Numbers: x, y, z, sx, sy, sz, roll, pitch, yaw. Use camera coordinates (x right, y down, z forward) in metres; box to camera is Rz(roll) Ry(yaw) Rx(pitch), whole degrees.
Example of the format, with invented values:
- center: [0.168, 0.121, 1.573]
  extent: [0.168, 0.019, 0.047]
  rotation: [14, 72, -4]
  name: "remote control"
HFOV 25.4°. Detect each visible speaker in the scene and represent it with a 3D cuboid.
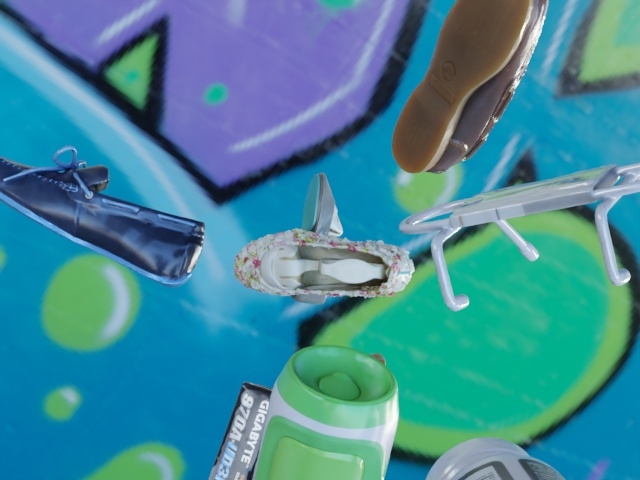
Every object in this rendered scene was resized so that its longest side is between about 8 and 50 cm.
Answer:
- center: [-0.007, 0.256, 1.413]
  extent: [0.131, 0.296, 0.131]
  rotation: [10, 25, -5]
  name: "speaker"

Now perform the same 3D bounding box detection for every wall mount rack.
- center: [0.285, -0.014, 1.694]
  extent: [0.304, 0.350, 0.130]
  rotation: [-31, 107, -59]
  name: "wall mount rack"

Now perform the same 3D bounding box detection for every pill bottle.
- center: [0.254, 0.397, 1.802]
  extent: [0.210, 0.210, 0.363]
  rotation: [32, 8, -16]
  name: "pill bottle"

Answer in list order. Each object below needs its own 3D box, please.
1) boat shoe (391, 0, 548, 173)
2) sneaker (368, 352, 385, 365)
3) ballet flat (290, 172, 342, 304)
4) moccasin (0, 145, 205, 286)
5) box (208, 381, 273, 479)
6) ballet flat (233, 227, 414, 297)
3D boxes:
- center: [0.131, -0.141, 1.177]
  extent: [0.073, 0.207, 0.073]
  rotation: [-8, 53, -40]
  name: "boat shoe"
- center: [0.079, 0.198, 2.044]
  extent: [0.032, 0.037, 0.083]
  rotation: [-1, 37, -3]
  name: "sneaker"
- center: [0.000, 0.000, 2.252]
  extent: [0.068, 0.213, 0.072]
  rotation: [16, -17, -18]
  name: "ballet flat"
- center: [-0.321, -0.053, 1.981]
  extent: [0.342, 0.117, 0.138]
  rotation: [27, -2, -10]
  name: "moccasin"
- center: [-0.071, 0.279, 1.588]
  extent: [0.051, 0.220, 0.175]
  rotation: [15, -10, 23]
  name: "box"
- center: [-0.003, 0.030, 1.802]
  extent: [0.241, 0.091, 0.077]
  rotation: [-1, 4, 14]
  name: "ballet flat"
